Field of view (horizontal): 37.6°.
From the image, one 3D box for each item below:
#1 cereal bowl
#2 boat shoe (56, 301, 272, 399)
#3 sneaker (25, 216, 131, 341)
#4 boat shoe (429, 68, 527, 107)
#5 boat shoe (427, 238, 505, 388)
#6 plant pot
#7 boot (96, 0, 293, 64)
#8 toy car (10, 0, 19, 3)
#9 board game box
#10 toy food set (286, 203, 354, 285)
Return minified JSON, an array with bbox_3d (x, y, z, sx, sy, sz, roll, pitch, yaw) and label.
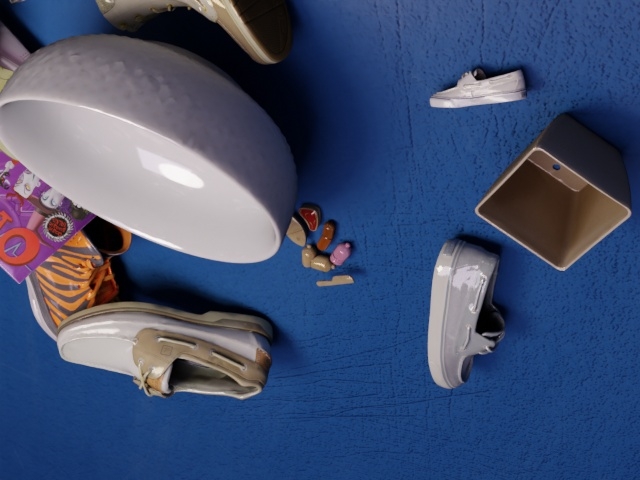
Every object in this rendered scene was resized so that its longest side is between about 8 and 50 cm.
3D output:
[{"bbox_3d":[-0.172,-0.113,1.026,0.339,0.141,0.339,21,160,8],"label":"cereal bowl"},{"bbox_3d":[-0.218,0.158,1.300,0.302,0.103,0.113,1,142,-2],"label":"boat shoe"},{"bbox_3d":[-0.322,0.045,1.315,0.180,0.124,0.321,-3,129,34],"label":"sneaker"},{"bbox_3d":[0.153,-0.151,0.924,0.100,0.035,0.035,-1,103,35],"label":"boat shoe"},{"bbox_3d":[0.177,0.100,1.116,0.081,0.079,0.227,15,133,23],"label":"boat shoe"},{"bbox_3d":[0.234,-0.057,0.917,0.109,0.096,0.109,34,138,-4],"label":"plant pot"},{"bbox_3d":[-0.140,-0.248,0.960,0.165,0.077,0.213,-23,111,42],"label":"boot"},{"bbox_3d":[-0.394,-0.264,1.047,0.239,0.053,0.225,21,109,4],"label":"toy car"},{"bbox_3d":[-0.409,-0.140,1.136,0.347,0.208,0.056,49,178,-20],"label":"board game box"},{"bbox_3d":[0.000,0.000,1.168,0.078,0.019,0.122,-8,119,34],"label":"toy food set"}]
